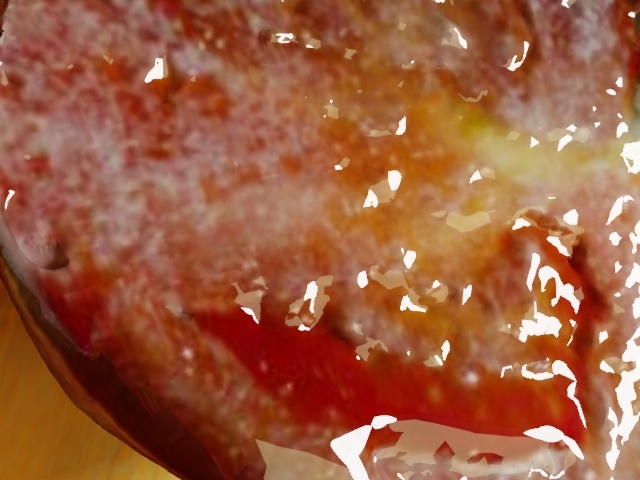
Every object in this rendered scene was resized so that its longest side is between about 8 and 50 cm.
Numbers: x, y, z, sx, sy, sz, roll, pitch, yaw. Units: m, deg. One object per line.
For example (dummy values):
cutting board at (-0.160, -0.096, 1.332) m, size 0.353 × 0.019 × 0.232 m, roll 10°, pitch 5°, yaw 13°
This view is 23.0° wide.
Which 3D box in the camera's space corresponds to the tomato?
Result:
tomato at (0.001, 0.001, 0.630) m, size 0.309 × 0.170 × 0.309 m, roll 6°, pitch 72°, yaw -18°

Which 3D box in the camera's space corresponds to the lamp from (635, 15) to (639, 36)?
lamp at (0.223, -0.129, 0.781) m, size 0.233 × 0.233 × 0.265 m, roll -55°, pitch 152°, yaw -15°
